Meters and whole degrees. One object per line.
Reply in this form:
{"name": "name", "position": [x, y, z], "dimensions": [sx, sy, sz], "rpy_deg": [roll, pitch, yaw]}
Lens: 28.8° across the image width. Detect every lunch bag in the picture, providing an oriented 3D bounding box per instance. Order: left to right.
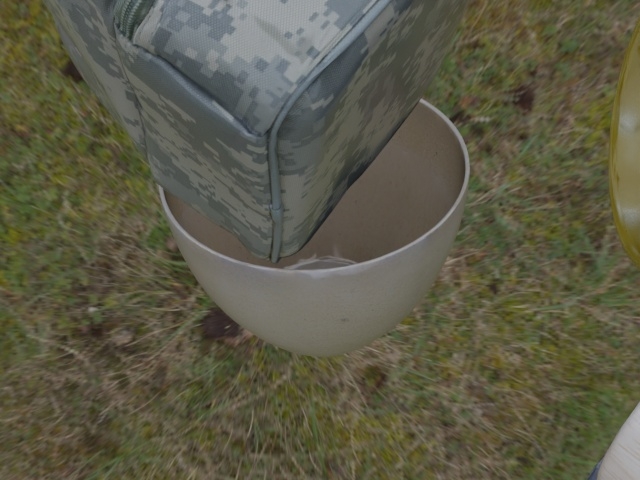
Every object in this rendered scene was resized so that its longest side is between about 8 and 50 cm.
{"name": "lunch bag", "position": [-0.059, -0.161, 0.685], "dimensions": [0.256, 0.305, 0.213], "rpy_deg": [36, 78, 7]}

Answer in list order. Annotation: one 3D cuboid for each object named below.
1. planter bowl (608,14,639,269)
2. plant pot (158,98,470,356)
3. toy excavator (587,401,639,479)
{"name": "planter bowl", "position": [0.276, -0.080, 0.838], "dimensions": [0.090, 0.217, 0.217], "rpy_deg": [6, 87, -9]}
{"name": "plant pot", "position": [0.000, 0.000, 1.198], "dimensions": [0.284, 0.191, 0.284], "rpy_deg": [-3, 42, 3]}
{"name": "toy excavator", "position": [0.326, 0.142, 0.887], "dimensions": [0.433, 0.445, 0.222], "rpy_deg": [-32, 56, -28]}
